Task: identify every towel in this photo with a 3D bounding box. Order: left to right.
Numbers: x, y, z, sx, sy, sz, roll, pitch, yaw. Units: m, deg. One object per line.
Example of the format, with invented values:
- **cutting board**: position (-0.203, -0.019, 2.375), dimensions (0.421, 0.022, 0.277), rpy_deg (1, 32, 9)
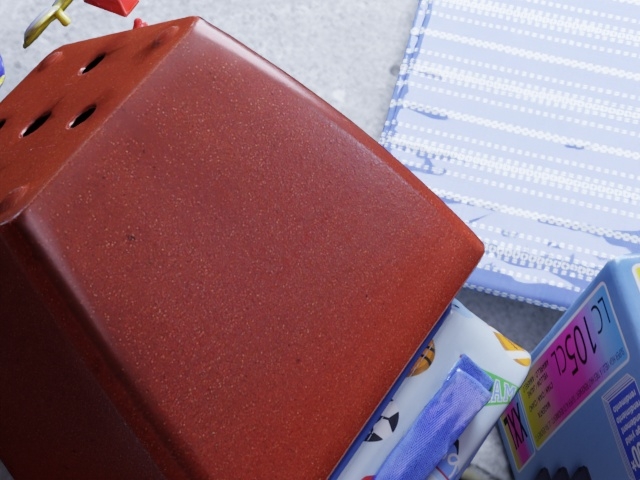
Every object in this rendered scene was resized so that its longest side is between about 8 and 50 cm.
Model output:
- **towel**: position (0.177, -0.103, 1.175), dimensions (0.243, 0.040, 0.336), rpy_deg (13, 67, 12)

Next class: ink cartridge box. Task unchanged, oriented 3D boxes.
- **ink cartridge box**: position (0.271, 0.232, 0.958), dimensions (0.151, 0.270, 0.395), rpy_deg (-9, 64, -17)

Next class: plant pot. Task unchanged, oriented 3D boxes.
- **plant pot**: position (-0.110, 0.013, 0.898), dimensions (0.236, 0.267, 0.267), rpy_deg (52, 60, -26)

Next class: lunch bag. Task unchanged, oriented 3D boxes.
- **lunch bag**: position (0.004, 0.157, 0.951), dimensions (0.115, 0.243, 0.303), rpy_deg (41, 64, -9)

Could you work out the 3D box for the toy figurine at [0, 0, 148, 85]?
- **toy figurine**: position (-0.301, -0.051, 1.037), dimensions (0.217, 0.191, 0.362), rpy_deg (23, 70, 27)
